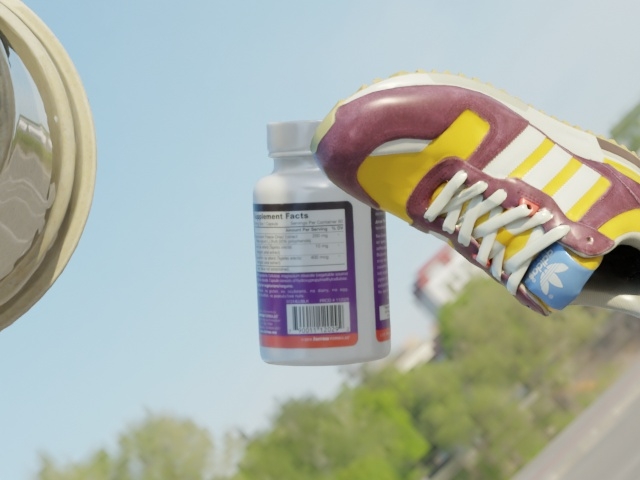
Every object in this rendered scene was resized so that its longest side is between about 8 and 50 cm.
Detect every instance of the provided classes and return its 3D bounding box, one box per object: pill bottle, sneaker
[{"bbox_3d":[0.000,0.000,1.567,0.108,0.194,0.108,-2,2,0],"label":"pill bottle"},{"bbox_3d":[0.083,-0.014,0.850,0.185,0.084,0.069,12,-48,-29],"label":"sneaker"}]

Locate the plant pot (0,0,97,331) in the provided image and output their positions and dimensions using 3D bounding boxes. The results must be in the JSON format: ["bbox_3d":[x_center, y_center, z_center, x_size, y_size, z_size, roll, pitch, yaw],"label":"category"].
[{"bbox_3d":[-0.333,-0.079,1.439,0.334,0.334,0.305,-42,1,-8],"label":"plant pot"}]
